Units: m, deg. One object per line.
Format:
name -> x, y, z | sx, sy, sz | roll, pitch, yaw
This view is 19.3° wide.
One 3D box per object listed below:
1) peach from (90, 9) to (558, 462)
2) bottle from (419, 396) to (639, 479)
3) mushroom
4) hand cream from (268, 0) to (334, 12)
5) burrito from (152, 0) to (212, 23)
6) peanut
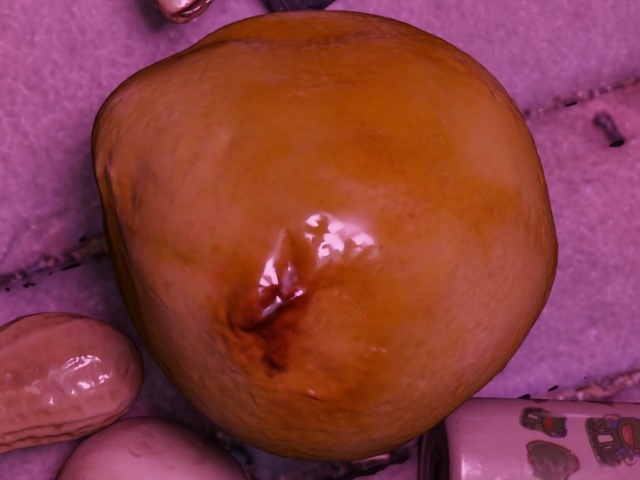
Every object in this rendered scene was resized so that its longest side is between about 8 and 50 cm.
peach -> 0.005, -0.002, 1.248 | 0.314, 0.315, 0.281 | -2, 111, -17
bottle -> 0.205, 0.177, 1.385 | 0.253, 0.120, 0.120 | 3, 94, -8
mushroom -> -0.122, 0.201, 1.340 | 0.154, 0.122, 0.154 | 11, 56, -17
hand cream -> 0.057, -0.249, 1.355 | 0.248, 0.052, 0.075 | -44, 122, -7
burrito -> -0.026, -0.310, 1.311 | 0.175, 0.107, 0.347 | 43, 84, -3
peanut -> -0.230, 0.104, 1.319 | 0.214, 0.090, 0.098 | -15, 56, -4
